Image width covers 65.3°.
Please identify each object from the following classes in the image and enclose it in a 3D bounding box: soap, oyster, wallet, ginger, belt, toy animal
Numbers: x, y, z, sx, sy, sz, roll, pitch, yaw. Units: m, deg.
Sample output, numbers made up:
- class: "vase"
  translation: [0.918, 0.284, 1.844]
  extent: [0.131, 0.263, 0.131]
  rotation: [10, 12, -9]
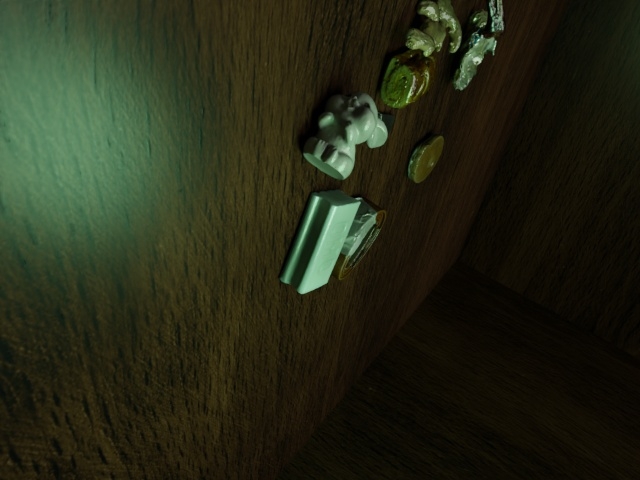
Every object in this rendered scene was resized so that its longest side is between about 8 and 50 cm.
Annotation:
- class: "soap"
  translation: [0.000, 0.000, 1.368]
  extent: [0.159, 0.087, 0.266]
  rotation: [-15, 132, -59]
- class: "oyster"
  translation: [0.499, -0.620, 1.664]
  extent: [0.223, 0.083, 0.214]
  rotation: [-54, 155, 1]
- class: "wallet"
  translation: [0.162, -0.320, 1.405]
  extent: [0.156, 0.018, 0.082]
  rotation: [-18, 134, -57]
- class: "ginger"
  translation: [0.281, -0.550, 1.282]
  extent: [0.258, 0.065, 0.150]
  rotation: [-28, 107, -42]
- class: "belt"
  translation: [0.095, -0.009, 1.542]
  extent: [0.262, 0.105, 0.184]
  rotation: [-55, 160, -4]
- class: "toy animal"
  translation: [0.057, -0.235, 1.146]
  extent: [0.193, 0.127, 0.178]
  rotation: [-56, 160, -12]

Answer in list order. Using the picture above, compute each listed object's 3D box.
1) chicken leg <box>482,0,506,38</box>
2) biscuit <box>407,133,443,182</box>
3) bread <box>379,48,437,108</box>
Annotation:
- class: "chicken leg"
  translation: [0.422, -0.642, 1.126]
  extent: [0.096, 0.158, 0.407]
  rotation: [-45, 162, -19]
- class: "biscuit"
  translation: [0.386, -0.307, 1.852]
  extent: [0.208, 0.049, 0.181]
  rotation: [-42, 152, -35]
- class: "bread"
  translation: [0.235, -0.428, 1.312]
  extent: [0.172, 0.103, 0.132]
  rotation: [-41, 153, -47]
